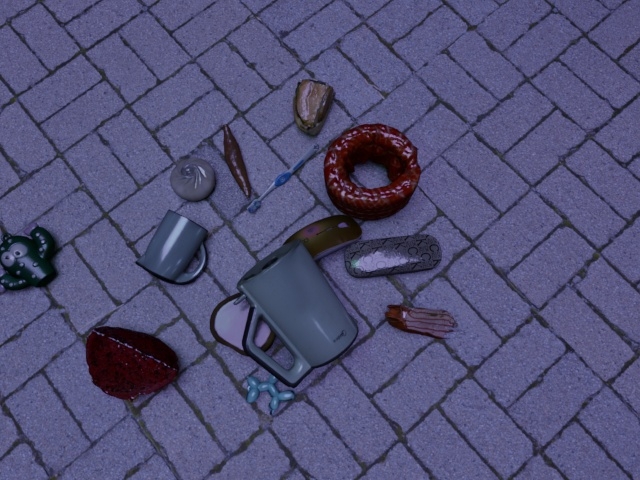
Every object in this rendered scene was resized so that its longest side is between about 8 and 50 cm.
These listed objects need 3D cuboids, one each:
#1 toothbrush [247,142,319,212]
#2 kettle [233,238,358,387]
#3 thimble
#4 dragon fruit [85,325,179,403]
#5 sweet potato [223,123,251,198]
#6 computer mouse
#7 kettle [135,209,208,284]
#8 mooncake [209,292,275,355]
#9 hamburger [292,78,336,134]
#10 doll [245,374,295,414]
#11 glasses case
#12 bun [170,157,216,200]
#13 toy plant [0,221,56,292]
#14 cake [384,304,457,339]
[{"bbox_3d":[-0.145,-0.248,1.679,0.040,0.040,0.386,42,78,9],"label":"toothbrush"},{"bbox_3d":[-0.100,0.245,1.395,0.361,0.250,0.376,-41,102,-28],"label":"kettle"},{"bbox_3d":[0.182,-0.248,1.571,0.351,0.230,0.349,0,76,2],"label":"thimble"},{"bbox_3d":[-0.652,0.427,1.486,0.317,0.152,0.205,29,97,-7],"label":"dragon fruit"},{"bbox_3d":[-0.335,-0.303,1.677,0.072,0.066,0.314,-17,80,4],"label":"sweet potato"},{"bbox_3d":[0.000,0.000,1.575,0.311,0.071,0.158,-26,46,-6],"label":"computer mouse"},{"bbox_3d":[-0.515,0.042,1.565,0.221,0.161,0.236,33,79,-24],"label":"kettle"},{"bbox_3d":[-0.260,0.283,1.516,0.235,0.117,0.234,1,73,-4],"label":"mooncake"},{"bbox_3d":[-0.038,-0.521,1.706,0.156,0.135,0.207,14,92,20],"label":"hamburger"},{"bbox_3d":[-0.185,0.518,1.490,0.159,0.059,0.159,-36,81,-7],"label":"doll"},{"bbox_3d":[0.264,0.058,1.574,0.355,0.085,0.137,-6,75,1],"label":"glasses case"},{"bbox_3d":[-0.491,-0.240,1.637,0.173,0.120,0.172,0,75,2],"label":"bun"},{"bbox_3d":[-1.094,0.066,1.579,0.233,0.112,0.243,-19,83,-8],"label":"toy plant"},{"bbox_3d":[0.354,0.285,1.530,0.288,0.135,0.098,15,72,-16],"label":"cake"}]
